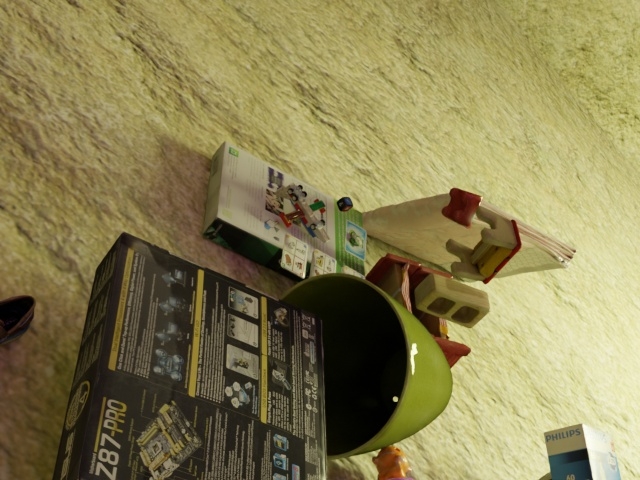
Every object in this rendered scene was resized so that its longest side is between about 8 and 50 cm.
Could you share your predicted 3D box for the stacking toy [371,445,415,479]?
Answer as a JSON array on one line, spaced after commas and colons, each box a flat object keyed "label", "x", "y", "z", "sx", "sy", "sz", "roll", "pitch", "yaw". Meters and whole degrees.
[{"label": "stacking toy", "x": 0.116, "y": 0.410, "z": 1.520, "sx": 0.175, "sy": 0.166, "sz": 0.302, "roll": 16, "pitch": 27, "yaw": -13}]

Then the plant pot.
[{"label": "plant pot", "x": 0.084, "y": 0.212, "z": 1.631, "sx": 0.293, "sy": 0.275, "sz": 0.275, "roll": 22, "pitch": 34, "yaw": -56}]

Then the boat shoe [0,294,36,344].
[{"label": "boat shoe", "x": -0.441, "y": 0.114, "z": 1.337, "sx": 0.066, "sy": 0.066, "sz": 0.183, "roll": 44, "pitch": 32, "yaw": 4}]

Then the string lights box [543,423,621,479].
[{"label": "string lights box", "x": 0.452, "y": 0.447, "z": 1.721, "sx": 0.133, "sy": 0.077, "sz": 0.260, "roll": 24, "pitch": 53, "yaw": -49}]

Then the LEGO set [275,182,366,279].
[{"label": "LEGO set", "x": 0.000, "y": 0.000, "z": 1.867, "sx": 0.182, "sy": 0.060, "sz": 0.244, "roll": 29, "pitch": 44, "yaw": -26}]

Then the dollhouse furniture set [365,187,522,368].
[{"label": "dollhouse furniture set", "x": 0.227, "y": 0.065, "z": 1.815, "sx": 0.152, "sy": 0.374, "sz": 0.201, "roll": 20, "pitch": 40, "yaw": -23}]

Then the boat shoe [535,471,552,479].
[{"label": "boat shoe", "x": 0.346, "y": 0.460, "z": 1.713, "sx": 0.335, "sy": 0.112, "sz": 0.095, "roll": -4, "pitch": 49, "yaw": -52}]

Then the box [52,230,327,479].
[{"label": "box", "x": -0.144, "y": 0.202, "z": 1.282, "sx": 0.318, "sy": 0.097, "sz": 0.395, "roll": 26, "pitch": 36, "yaw": -24}]

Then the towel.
[{"label": "towel", "x": 0.276, "y": -0.001, "z": 2.025, "sx": 0.317, "sy": 0.332, "sz": 0.053, "roll": 25, "pitch": 71, "yaw": -27}]

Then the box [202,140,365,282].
[{"label": "box", "x": -0.061, "y": -0.030, "z": 1.917, "sx": 0.322, "sy": 0.058, "sz": 0.232, "roll": 26, "pitch": 36, "yaw": -21}]
